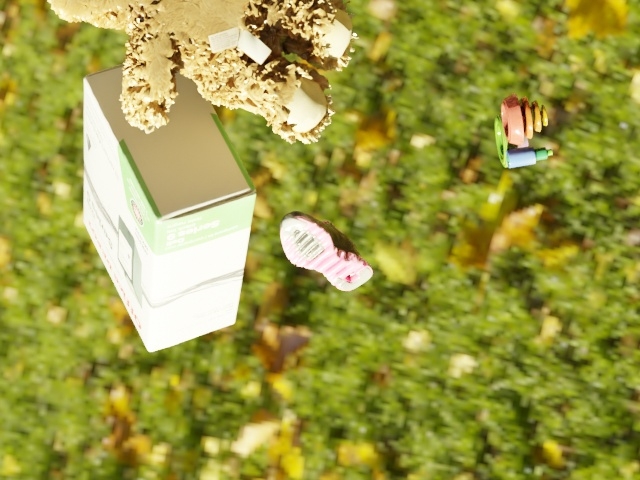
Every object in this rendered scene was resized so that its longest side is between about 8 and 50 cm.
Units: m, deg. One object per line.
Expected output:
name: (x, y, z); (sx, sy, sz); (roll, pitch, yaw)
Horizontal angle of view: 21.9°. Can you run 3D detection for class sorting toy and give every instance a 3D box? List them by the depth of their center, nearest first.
sorting toy: (0.189, -0.099, 1.525); (0.102, 0.042, 0.061); (90, 171, -75)

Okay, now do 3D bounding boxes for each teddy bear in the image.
teddy bear: (-0.123, -0.224, 1.700); (0.113, 0.338, 0.245); (172, 103, -73)

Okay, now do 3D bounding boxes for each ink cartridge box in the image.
ink cartridge box: (-0.177, -0.038, 1.864); (0.211, 0.121, 0.289); (61, 158, 26)

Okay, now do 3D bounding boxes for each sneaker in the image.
sneaker: (0.000, 0.000, 1.542); (0.047, 0.119, 0.057); (-32, 46, 19)
